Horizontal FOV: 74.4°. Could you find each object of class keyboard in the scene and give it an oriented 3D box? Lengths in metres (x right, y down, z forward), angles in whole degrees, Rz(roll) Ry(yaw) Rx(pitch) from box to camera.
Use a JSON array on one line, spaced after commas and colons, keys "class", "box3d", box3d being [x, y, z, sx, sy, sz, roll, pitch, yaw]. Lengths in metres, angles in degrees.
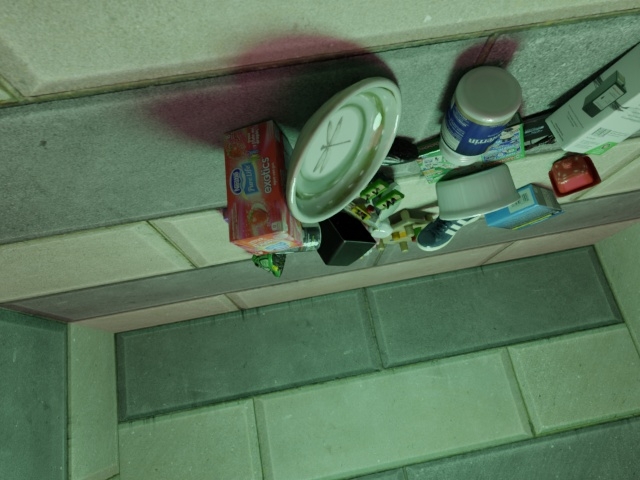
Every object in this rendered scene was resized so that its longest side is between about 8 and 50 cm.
[{"class": "keyboard", "box3d": [0.684, -0.348, 1.370, 0.317, 0.033, 0.201, -15, 157, 14]}]

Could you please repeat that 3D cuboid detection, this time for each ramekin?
[{"class": "ramekin", "box3d": [0.543, -0.177, 1.492, 0.277, 0.135, 0.277, -18, -171, 3]}]

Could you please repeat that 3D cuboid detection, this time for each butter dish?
[{"class": "butter dish", "box3d": [0.969, -0.271, 1.636, 0.160, 0.160, 0.118, -24, 136, 33]}]

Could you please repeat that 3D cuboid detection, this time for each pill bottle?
[{"class": "pill bottle", "box3d": [0.403, -0.312, 1.108, 0.153, 0.153, 0.264, -11, 163, -1]}, {"class": "pill bottle", "box3d": [-0.132, -0.016, 1.578, 0.246, 0.130, 0.130, -3, 161, -24]}]

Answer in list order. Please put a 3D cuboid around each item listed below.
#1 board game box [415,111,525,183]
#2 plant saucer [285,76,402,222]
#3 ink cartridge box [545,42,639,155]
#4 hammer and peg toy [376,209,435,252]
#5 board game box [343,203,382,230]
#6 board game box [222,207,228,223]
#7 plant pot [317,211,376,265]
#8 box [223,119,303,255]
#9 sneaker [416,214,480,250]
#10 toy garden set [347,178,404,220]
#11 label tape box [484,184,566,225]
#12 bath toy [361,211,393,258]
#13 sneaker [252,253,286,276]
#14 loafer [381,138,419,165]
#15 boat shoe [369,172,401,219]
[{"class": "board game box", "box3d": [0.477, -0.283, 1.351, 0.317, 0.046, 0.213, -14, 158, 22]}, {"class": "plant saucer", "box3d": [0.040, -0.230, 1.052, 0.400, 0.100, 0.400, -40, 156, -22]}, {"class": "ink cartridge box", "box3d": [0.831, -0.377, 1.173, 0.211, 0.121, 0.289, -1, 152, -31]}, {"class": "hammer and peg toy", "box3d": [0.433, -0.030, 2.026, 0.361, 0.127, 0.266, 5, 156, -41]}, {"class": "board game box", "box3d": [0.167, -0.096, 1.673, 0.154, 0.026, 0.103, 29, 175, 23]}, {"class": "board game box", "box3d": [-0.167, -0.101, 1.584, 0.347, 0.056, 0.208, -12, 166, 3]}, {"class": "plant pot", "box3d": [0.078, 0.003, 1.730, 0.187, 0.188, 0.167, 5, 130, -40]}, {"class": "box", "box3d": [-0.145, -0.129, 1.083, 0.142, 0.299, 0.154, -12, 163, 15]}, {"class": "sneaker", "box3d": [0.550, -0.097, 1.803, 0.350, 0.131, 0.148, -37, 146, -12]}, {"class": "toy garden set", "box3d": [0.121, -0.153, 1.412, 0.244, 0.049, 0.204, 28, 149, -20]}, {"class": "label tape box", "box3d": [0.982, -0.150, 2.030, 0.348, 0.115, 0.249, 1, 159, -42]}, {"class": "bath toy", "box3d": [0.198, -0.037, 1.875, 0.151, 0.129, 0.348, 15, 154, -15]}, {"class": "sneaker", "box3d": [-0.244, 0.087, 2.031, 0.146, 0.134, 0.343, 14, 166, 3]}, {"class": "loafer", "box3d": [0.192, -0.262, 1.273, 0.223, 0.076, 0.078, -5, 175, -22]}, {"class": "boat shoe", "box3d": [0.237, -0.164, 1.572, 0.114, 0.091, 0.302, -40, 163, -9]}]
